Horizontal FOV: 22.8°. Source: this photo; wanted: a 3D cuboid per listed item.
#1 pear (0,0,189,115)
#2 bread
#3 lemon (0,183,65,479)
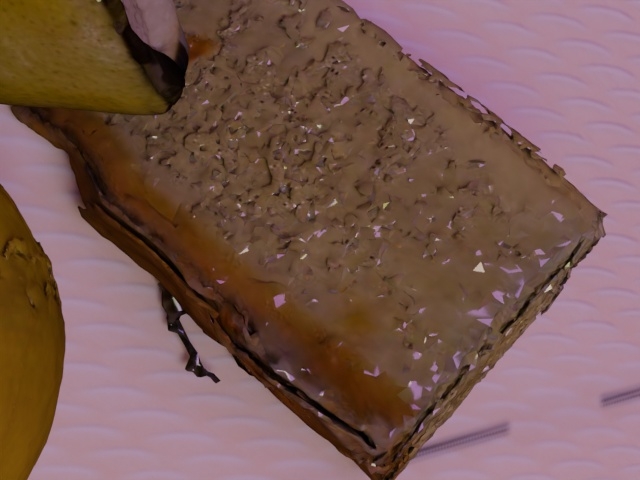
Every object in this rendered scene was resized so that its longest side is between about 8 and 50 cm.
[{"bbox_3d":[-0.196,-0.166,0.878,0.178,0.267,0.267,-22,114,10],"label":"pear"},{"bbox_3d":[0.000,0.000,1.069,0.248,0.315,0.279,-45,161,-11],"label":"bread"},{"bbox_3d":[-0.272,0.054,0.806,0.297,0.297,0.297,-6,104,-28],"label":"lemon"}]
